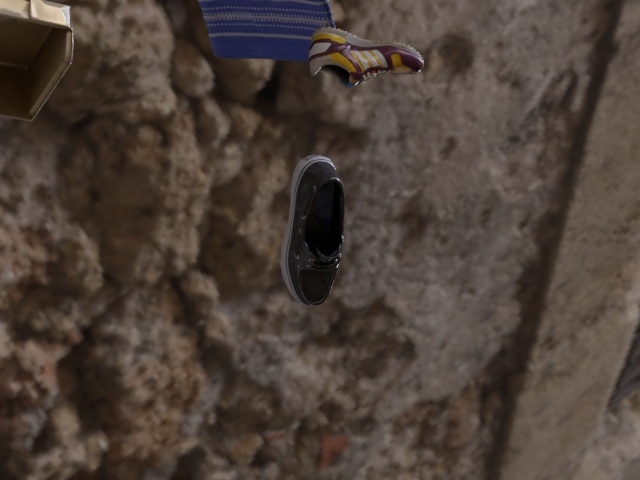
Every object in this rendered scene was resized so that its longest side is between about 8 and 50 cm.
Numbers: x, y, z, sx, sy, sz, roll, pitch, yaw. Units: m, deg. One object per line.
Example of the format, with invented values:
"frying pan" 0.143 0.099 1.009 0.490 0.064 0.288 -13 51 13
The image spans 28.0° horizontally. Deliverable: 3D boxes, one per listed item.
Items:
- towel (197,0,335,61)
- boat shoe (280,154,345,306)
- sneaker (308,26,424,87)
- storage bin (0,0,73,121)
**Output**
"towel" -0.111 -0.419 2.046 0.243 0.040 0.336 8 -40 25
"boat shoe" 0.000 0.000 1.713 0.076 0.080 0.228 -129 -141 -52
"sneaker" 0.070 -0.271 2.011 0.069 0.185 0.084 126 -28 -67
"storage bin" -0.619 -0.350 2.371 0.260 0.262 0.123 -37 -129 52
